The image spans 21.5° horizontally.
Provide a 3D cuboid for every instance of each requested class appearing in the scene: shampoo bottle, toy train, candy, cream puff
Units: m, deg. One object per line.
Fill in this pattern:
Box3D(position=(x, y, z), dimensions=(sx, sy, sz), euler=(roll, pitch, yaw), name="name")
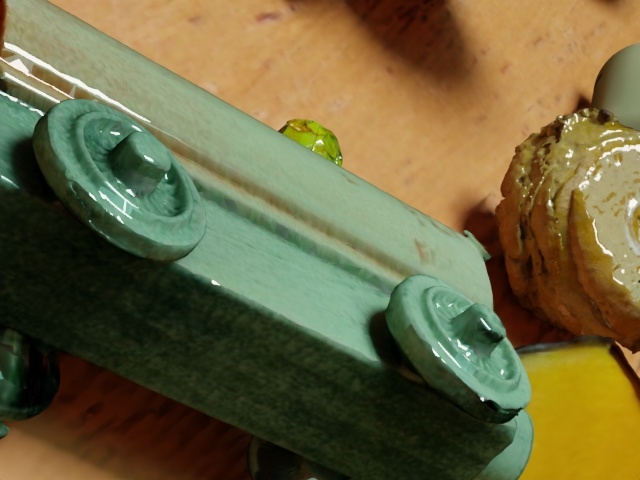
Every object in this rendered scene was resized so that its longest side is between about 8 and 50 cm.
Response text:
Box3D(position=(0.206, -0.060, 1.069), dimensions=(0.079, 0.079, 0.162), euler=(45, 32, -15), name="shampoo bottle")
Box3D(position=(-0.041, 0.006, 0.637), dimensions=(0.285, 0.116, 0.177), euler=(27, 29, -31), name="toy train")
Box3D(position=(0.000, 0.000, 0.777), dimensions=(0.035, 0.035, 0.123), euler=(34, 39, -60), name="candy")
Box3D(position=(0.150, -0.002, 0.907), dimensions=(0.133, 0.104, 0.119), euler=(43, 63, -4), name="cream puff")

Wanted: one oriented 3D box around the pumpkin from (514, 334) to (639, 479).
Box3D(position=(0.124, 0.195, 0.668), dimensions=(0.312, 0.169, 0.148), euler=(-128, -158, -48), name="pumpkin")
